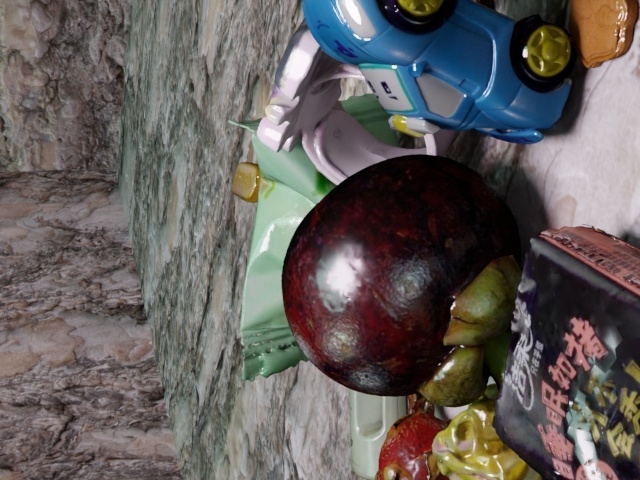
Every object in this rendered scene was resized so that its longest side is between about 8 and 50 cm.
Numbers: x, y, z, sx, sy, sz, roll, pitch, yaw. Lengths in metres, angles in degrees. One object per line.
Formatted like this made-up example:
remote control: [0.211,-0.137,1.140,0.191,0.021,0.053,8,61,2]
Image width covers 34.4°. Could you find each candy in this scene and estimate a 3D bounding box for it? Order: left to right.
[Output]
candy: [-0.004,-0.002,1.508,0.172,0.263,0.397,38,129,53]

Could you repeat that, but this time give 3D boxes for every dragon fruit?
dragon fruit: [0.135,0.277,1.410,0.125,0.125,0.246,-32,37,35]

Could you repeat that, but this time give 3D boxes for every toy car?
toy car: [0.112,-0.195,1.102,0.198,0.314,0.166,22,93,66]

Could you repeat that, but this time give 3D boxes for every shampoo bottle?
shampoo bottle: [0.087,0.234,1.556,0.118,0.087,0.234,-168,75,-73]

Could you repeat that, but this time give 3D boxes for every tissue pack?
tissue pack: [0.296,0.144,0.932,0.332,0.123,0.245,-140,55,-59]

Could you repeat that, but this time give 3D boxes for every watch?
watch: [0.056,-0.164,1.289,0.196,0.231,0.244,-52,-10,-37]

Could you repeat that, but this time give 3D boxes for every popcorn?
popcorn: [0.204,0.243,1.204,0.126,0.126,0.145,36,117,32]

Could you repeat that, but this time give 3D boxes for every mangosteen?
mangosteen: [0.104,0.059,1.201,0.300,0.300,0.300,176,90,-70]

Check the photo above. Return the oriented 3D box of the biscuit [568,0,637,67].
biscuit: [0.283,-0.237,1.034,0.102,0.019,0.130,-117,30,-50]

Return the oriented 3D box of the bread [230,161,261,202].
bread: [-0.139,-0.119,2.154,0.115,0.056,0.082,18,93,59]

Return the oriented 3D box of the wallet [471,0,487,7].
wallet: [0.185,-0.267,1.284,0.095,0.026,0.176,147,113,-66]
